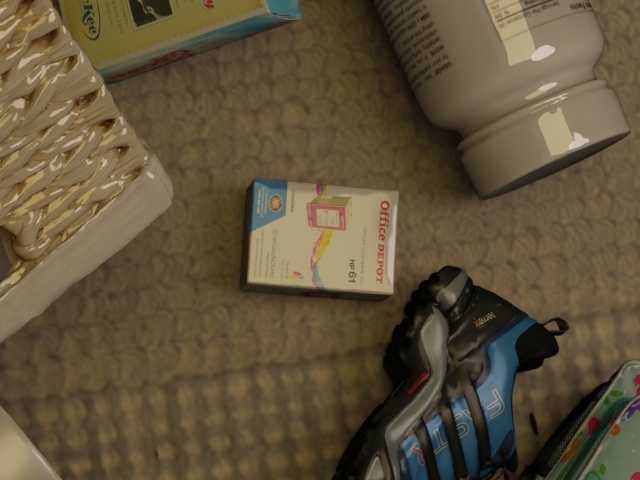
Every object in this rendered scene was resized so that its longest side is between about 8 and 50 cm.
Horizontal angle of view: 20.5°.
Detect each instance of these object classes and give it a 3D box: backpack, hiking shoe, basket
[{"bbox_3d":[0.248,0.248,1.376,0.225,0.191,0.253,39,85,7],"label":"backpack"},{"bbox_3d":[0.091,0.173,1.394,0.132,0.113,0.304,25,78,-4],"label":"hiking shoe"},{"bbox_3d":[-0.341,-0.076,1.215,0.328,0.331,0.266,-40,133,-13],"label":"basket"}]

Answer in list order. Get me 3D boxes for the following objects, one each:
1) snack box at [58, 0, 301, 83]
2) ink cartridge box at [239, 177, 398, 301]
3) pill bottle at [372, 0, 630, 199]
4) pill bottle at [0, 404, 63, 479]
[{"bbox_3d":[-0.140,-0.304,1.405,0.187,0.060,0.322,-15,85,28],"label":"snack box"},{"bbox_3d":[0.000,0.000,1.439,0.122,0.052,0.089,5,80,-9],"label":"ink cartridge box"},{"bbox_3d":[0.132,-0.187,1.434,0.160,0.160,0.283,-22,85,-12],"label":"pill bottle"},{"bbox_3d":[-0.366,0.273,1.248,0.407,0.229,0.229,-39,89,-13],"label":"pill bottle"}]
